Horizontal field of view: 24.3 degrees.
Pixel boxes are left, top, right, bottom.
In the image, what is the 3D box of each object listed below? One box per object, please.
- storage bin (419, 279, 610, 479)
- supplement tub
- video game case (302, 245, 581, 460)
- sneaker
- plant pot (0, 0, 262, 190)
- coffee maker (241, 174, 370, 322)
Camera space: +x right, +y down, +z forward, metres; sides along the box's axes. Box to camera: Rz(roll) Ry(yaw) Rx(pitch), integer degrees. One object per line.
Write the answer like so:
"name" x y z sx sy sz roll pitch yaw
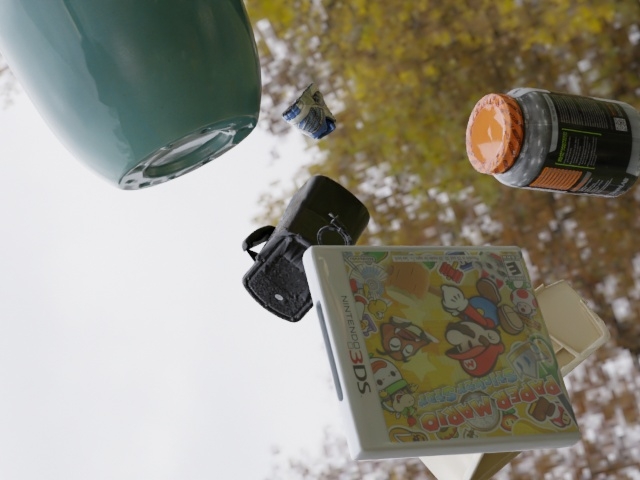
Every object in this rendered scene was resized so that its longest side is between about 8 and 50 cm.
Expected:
"storage bin" 0.267 0.215 2.120 0.260 0.262 0.123 -35 -111 -22
"supplement tub" 0.271 -0.114 1.719 0.190 0.117 0.117 6 -113 -28
"video game case" 0.110 0.096 1.353 0.227 0.026 0.206 0 -122 -25
"sneaker" -0.010 -0.144 1.742 0.058 0.052 0.135 44 -166 -5
"plant pot" -0.203 -0.199 1.727 0.293 0.293 0.235 -15 -103 -54
"coffee maker" 0.000 0.000 1.935 0.120 0.171 0.178 58 -151 -18
